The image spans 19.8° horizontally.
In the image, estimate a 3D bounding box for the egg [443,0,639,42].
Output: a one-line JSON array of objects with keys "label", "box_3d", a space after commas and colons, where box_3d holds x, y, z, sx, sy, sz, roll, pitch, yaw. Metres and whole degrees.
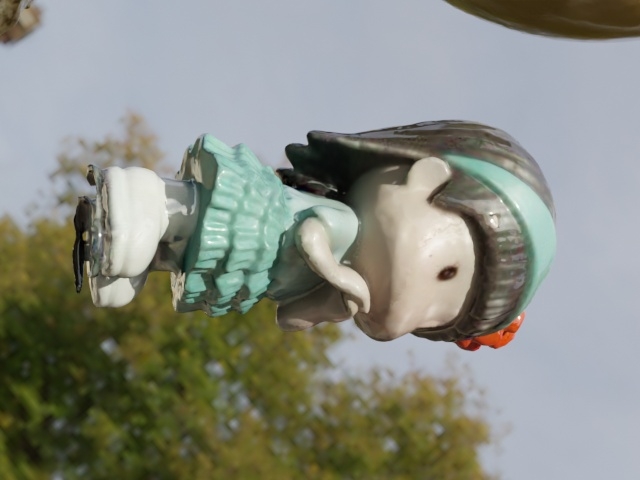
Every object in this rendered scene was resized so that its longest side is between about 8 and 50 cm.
[{"label": "egg", "box_3d": [0.119, -0.263, 0.868, 0.301, 0.301, 0.374, 30, -16, 40]}]

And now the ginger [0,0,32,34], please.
[{"label": "ginger", "box_3d": [-0.296, -0.269, 1.067, 0.375, 0.236, 0.166, 47, -22, -16]}]

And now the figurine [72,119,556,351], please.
[{"label": "figurine", "box_3d": [0.000, 0.000, 0.930, 0.138, 0.245, 0.110, 119, -30, -61]}]
